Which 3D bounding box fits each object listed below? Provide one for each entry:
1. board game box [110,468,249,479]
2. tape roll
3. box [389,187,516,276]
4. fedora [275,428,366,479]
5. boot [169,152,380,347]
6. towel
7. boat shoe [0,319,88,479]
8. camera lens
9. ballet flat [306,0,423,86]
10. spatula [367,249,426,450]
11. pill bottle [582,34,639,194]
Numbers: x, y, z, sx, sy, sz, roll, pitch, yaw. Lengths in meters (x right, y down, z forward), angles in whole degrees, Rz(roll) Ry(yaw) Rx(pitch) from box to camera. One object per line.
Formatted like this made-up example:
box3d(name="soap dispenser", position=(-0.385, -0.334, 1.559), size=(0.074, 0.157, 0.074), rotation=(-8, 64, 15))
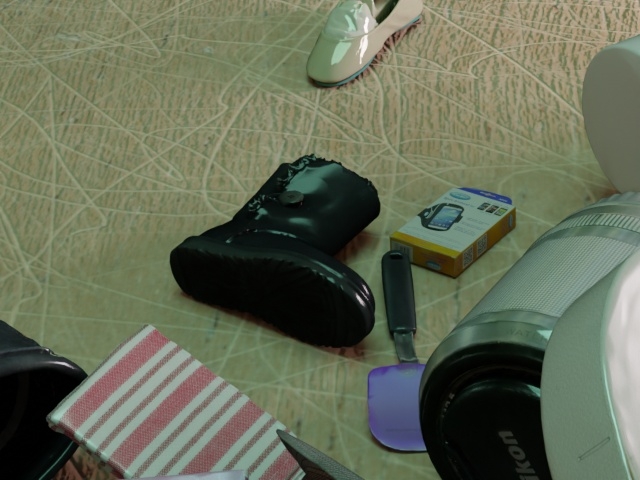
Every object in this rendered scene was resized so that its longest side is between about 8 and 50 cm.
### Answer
box3d(name="board game box", position=(-0.193, 0.318, 1.134), size=(0.318, 0.066, 0.318), rotation=(-5, 58, -2))
box3d(name="tape roll", position=(0.323, 0.173, 1.203), size=(0.392, 0.072, 0.392), rotation=(22, 45, -25))
box3d(name="box", position=(0.143, -0.013, 1.791), size=(0.081, 0.028, 0.136), rotation=(19, 36, 32))
box3d(name="fedora", position=(0.041, 0.263, 1.220), size=(0.275, 0.244, 0.124), rotation=(29, 73, 36))
box3d(name="boot", position=(0.000, 0.000, 1.717), size=(0.246, 0.094, 0.207), rotation=(14, 39, 37))
box3d(name="towel", position=(-0.116, 0.169, 1.447), size=(0.197, 0.029, 0.144), rotation=(37, 45, 10))
box3d(name="boat shoe", position=(-0.358, 0.210, 1.340), size=(0.156, 0.187, 0.500), rotation=(8, 28, 30))
box3d(name="camera lens", position=(0.225, 0.107, 1.404), size=(0.219, 0.219, 0.274), rotation=(16, 36, 28))
box3d(name="ballet flat", position=(0.052, -0.281, 2.179), size=(0.086, 0.086, 0.248), rotation=(13, 36, 25))
box3d(name="spatula", position=(0.079, 0.094, 1.618), size=(0.084, 0.030, 0.296), rotation=(-1, 32, -2))
box3d(name="pill bottle", position=(0.490, -0.175, 1.822), size=(0.408, 0.229, 0.229), rotation=(-19, 35, -24))
